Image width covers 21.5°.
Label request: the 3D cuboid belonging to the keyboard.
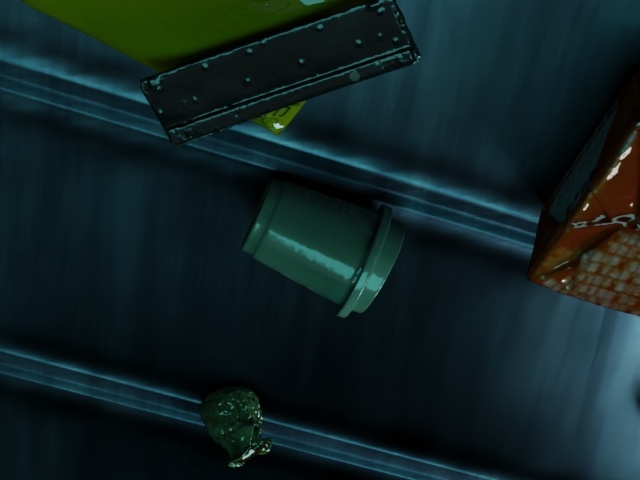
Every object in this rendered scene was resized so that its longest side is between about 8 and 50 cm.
[{"bbox_3d":[-0.034,-0.144,1.407,0.231,0.023,0.072,-17,125,15],"label":"keyboard"}]

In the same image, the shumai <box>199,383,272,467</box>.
[{"bbox_3d":[-0.098,0.213,1.863,0.082,0.080,0.083,34,126,-24],"label":"shumai"}]

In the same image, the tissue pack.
[{"bbox_3d":[-0.094,-0.230,1.434,0.270,0.134,0.192,26,128,-20],"label":"tissue pack"}]

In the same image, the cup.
[{"bbox_3d":[0.000,0.000,1.656,0.141,0.120,0.120,26,128,-8],"label":"cup"}]

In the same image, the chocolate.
[{"bbox_3d":[0.349,-0.032,1.610,0.237,0.108,0.235,17,136,-11],"label":"chocolate"}]
